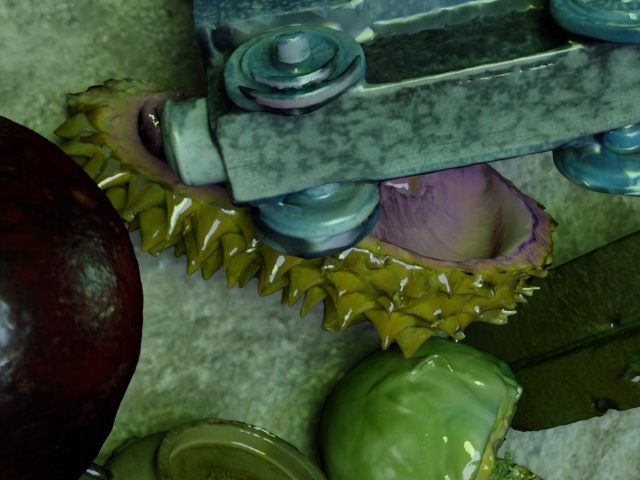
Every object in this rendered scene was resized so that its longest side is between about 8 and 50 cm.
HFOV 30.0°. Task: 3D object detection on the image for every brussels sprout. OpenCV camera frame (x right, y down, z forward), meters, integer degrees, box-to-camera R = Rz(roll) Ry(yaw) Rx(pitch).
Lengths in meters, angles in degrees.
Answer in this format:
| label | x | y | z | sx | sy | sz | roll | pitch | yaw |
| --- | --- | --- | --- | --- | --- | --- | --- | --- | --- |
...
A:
| label | x | y | z | sx | sy | sz | roll | pitch | yaw |
| --- | --- | --- | --- | --- | --- | --- | --- | --- | --- |
| brussels sprout | 0.055 | 0.135 | 0.783 | 0.149 | 0.122 | 0.151 | 83 | 29 | -59 |

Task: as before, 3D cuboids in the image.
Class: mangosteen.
| label | x | y | z | sx | sy | sz | roll | pitch | yaw |
| --- | --- | --- | --- | --- | --- | --- | --- | --- | --- |
| mangosteen | -0.222 | 0.041 | 0.585 | 0.261 | 0.235 | 0.235 | 10 | 95 | -42 |

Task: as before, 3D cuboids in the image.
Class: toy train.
| label | x | y | z | sx | sy | sz | roll | pitch | yaw |
| --- | --- | --- | --- | --- | --- | --- | --- | --- | --- |
| toy train | 0.063 | -0.107 | 0.637 | 0.299 | 0.202 | 0.131 | -9 | 133 | 1 |

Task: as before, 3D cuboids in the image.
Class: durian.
| label | x | y | z | sx | sy | sz | roll | pitch | yaw |
| --- | --- | --- | --- | --- | --- | --- | --- | --- | --- |
| durian | 0.000 | -0.001 | 0.740 | 0.341 | 0.191 | 0.112 | 8 | 127 | -27 |

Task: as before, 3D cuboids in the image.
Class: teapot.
| label | x | y | z | sx | sy | sz | roll | pitch | yaw |
| --- | --- | --- | --- | --- | --- | --- | --- | --- | --- |
| teapot | -0.090 | 0.213 | 0.742 | 0.269 | 0.173 | 0.182 | 18 | 116 | -17 |

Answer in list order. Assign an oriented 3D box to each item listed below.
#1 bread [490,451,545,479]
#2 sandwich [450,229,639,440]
| label | x | y | z | sx | sy | sz | roll | pitch | yaw |
| --- | --- | --- | --- | --- | --- | --- | --- | --- | --- |
| bread | 0.124 | 0.223 | 0.885 | 0.140 | 0.069 | 0.128 | 36 | 82 | -27 |
| sandwich | 0.233 | 0.041 | 0.830 | 0.212 | 0.292 | 0.109 | -24 | 87 | -32 |
